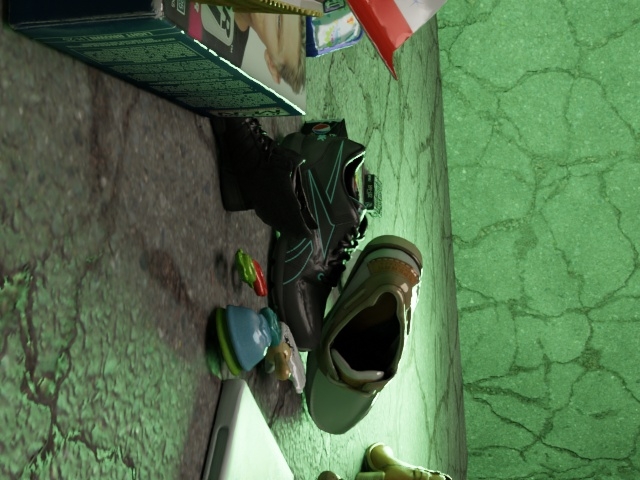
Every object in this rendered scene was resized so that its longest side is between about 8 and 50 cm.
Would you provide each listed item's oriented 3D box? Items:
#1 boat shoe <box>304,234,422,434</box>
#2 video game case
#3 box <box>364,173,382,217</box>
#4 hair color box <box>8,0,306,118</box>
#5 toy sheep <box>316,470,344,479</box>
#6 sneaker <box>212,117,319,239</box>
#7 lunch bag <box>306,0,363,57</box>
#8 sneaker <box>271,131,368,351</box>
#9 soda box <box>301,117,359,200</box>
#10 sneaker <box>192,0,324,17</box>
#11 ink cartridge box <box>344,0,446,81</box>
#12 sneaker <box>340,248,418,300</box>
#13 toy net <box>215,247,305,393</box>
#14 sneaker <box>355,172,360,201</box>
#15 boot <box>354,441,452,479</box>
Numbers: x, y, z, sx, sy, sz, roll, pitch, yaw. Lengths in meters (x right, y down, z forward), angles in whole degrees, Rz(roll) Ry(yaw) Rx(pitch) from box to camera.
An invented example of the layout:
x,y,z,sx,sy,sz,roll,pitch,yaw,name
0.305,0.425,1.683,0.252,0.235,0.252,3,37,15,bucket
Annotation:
x,y,z,sx,sy,sz,roll,pitch,yaw,name
0.042,0.139,1.157,0.103,0.113,0.302,-73,178,-58,boat shoe
-0.076,0.285,0.942,0.227,0.026,0.206,73,21,-49,video game case
0.098,-0.081,1.709,0.083,0.018,0.067,31,59,-74,box
-0.100,-0.206,0.713,0.347,0.105,0.174,7,83,-77,hair color box
0.025,0.368,1.235,0.091,0.091,0.132,-23,93,-76,toy sheep
-0.054,-0.085,0.924,0.051,0.089,0.170,-56,143,-68,sneaker
0.006,-0.317,1.199,0.151,0.096,0.129,-50,135,-55,lunch bag
0.000,0.000,1.116,0.101,0.106,0.267,22,69,-78,sneaker
0.016,-0.082,1.279,0.053,0.060,0.169,-76,160,-49,soda box
-0.037,-0.190,0.597,0.185,0.069,0.084,-37,131,-74,sneaker
0.040,-0.368,1.008,0.308,0.091,0.385,55,18,-20,ink cartridge box
0.100,0.118,1.496,0.090,0.115,0.232,-73,158,-52,sneaker
-0.063,0.097,0.989,0.232,0.045,0.122,64,10,-66,toy net
0.052,-0.079,1.489,0.035,0.031,0.083,43,48,-72,sneaker
0.149,0.404,1.598,0.197,0.152,0.073,-40,127,-73,boot
